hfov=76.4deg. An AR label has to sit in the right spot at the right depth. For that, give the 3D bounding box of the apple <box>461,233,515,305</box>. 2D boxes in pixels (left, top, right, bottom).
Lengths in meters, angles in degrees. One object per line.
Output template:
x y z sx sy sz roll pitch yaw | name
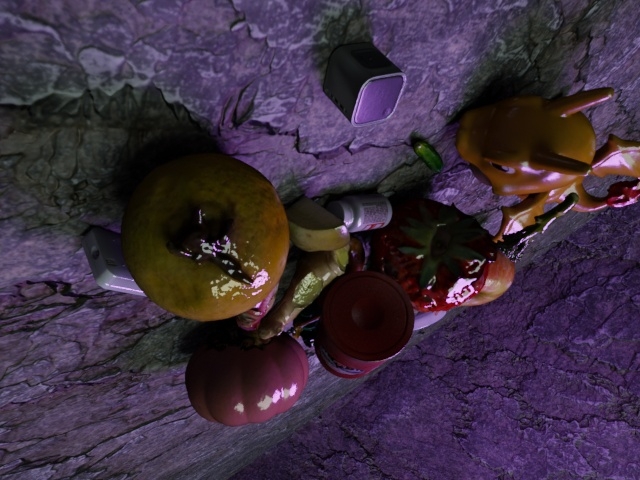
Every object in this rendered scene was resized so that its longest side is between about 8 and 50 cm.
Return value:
0.514 0.090 1.434 0.309 0.250 0.277 12 147 -27 | apple

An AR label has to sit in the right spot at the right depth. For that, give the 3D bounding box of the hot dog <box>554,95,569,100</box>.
0.561 -0.283 1.064 0.236 0.062 0.092 -39 155 10 | hot dog

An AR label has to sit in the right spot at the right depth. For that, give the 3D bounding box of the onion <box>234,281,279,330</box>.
-0.165 0.109 0.875 0.150 0.140 0.150 20 90 -89 | onion

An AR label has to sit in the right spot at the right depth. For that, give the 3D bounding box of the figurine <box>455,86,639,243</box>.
0.517 -0.181 0.894 0.401 0.268 0.387 -25 153 34 | figurine

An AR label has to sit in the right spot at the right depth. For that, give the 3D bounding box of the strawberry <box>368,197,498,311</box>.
0.264 0.052 1.028 0.292 0.291 0.310 -25 149 -17 | strawberry

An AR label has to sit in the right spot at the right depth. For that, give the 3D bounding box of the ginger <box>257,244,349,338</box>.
-0.047 0.105 0.918 0.294 0.131 0.086 -49 129 2 | ginger

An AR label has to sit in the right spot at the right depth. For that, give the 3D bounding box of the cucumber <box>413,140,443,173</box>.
0.240 -0.187 0.897 0.039 0.039 0.168 -44 149 18 | cucumber

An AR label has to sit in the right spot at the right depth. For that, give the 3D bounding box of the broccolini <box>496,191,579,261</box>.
0.447 -0.031 0.830 0.058 0.067 0.216 -8 151 -21 | broccolini

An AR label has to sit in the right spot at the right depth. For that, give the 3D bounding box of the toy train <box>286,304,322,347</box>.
0.011 0.250 1.232 0.228 0.136 0.091 -23 150 -25 | toy train

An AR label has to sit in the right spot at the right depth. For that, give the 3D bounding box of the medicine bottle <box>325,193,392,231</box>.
0.082 -0.059 0.882 0.140 0.079 0.079 -9 143 -39 | medicine bottle

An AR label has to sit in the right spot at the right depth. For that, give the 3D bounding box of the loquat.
-0.150 -0.004 0.563 0.244 0.244 0.244 -26 151 -16 | loquat

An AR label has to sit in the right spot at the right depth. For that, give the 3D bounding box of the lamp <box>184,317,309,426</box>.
-0.181 0.310 1.012 0.306 0.239 0.305 -4 -174 0 | lamp

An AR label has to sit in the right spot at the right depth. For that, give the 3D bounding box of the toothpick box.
0.092 0.225 1.016 0.204 0.204 0.333 -26 160 -16 | toothpick box

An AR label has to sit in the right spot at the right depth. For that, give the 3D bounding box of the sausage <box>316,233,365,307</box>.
0.059 0.084 1.085 0.103 0.076 0.302 -19 149 -27 | sausage

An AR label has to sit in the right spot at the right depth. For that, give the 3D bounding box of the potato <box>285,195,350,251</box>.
0.000 0.000 0.810 0.081 0.120 0.149 -43 142 -10 | potato

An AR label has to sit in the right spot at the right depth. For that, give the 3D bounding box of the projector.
0.063 -0.228 0.595 0.083 0.082 0.083 -20 150 -25 | projector

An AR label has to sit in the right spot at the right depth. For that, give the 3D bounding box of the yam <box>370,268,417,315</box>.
0.236 0.166 1.297 0.203 0.201 0.271 -14 153 -32 | yam

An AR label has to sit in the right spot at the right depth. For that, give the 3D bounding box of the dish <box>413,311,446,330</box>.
0.341 0.252 1.604 0.274 0.133 0.273 -18 -178 1 | dish

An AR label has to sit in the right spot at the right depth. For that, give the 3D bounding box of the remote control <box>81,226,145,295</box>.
-0.261 0.053 0.668 0.034 0.103 0.250 -42 152 8 | remote control
